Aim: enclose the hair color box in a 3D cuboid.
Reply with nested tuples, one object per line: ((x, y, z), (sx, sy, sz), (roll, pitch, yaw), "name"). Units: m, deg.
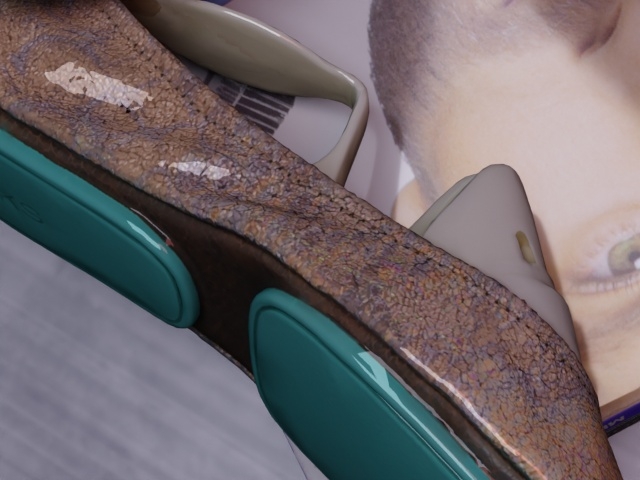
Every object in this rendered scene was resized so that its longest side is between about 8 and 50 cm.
((0.023, -0.074, 0.583), (0.185, 0.110, 0.339), (-29, 78, 7), "hair color box")

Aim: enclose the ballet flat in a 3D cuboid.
((0.000, 0.000, 0.476), (0.316, 0.107, 0.106), (38, 66, 15), "ballet flat")
